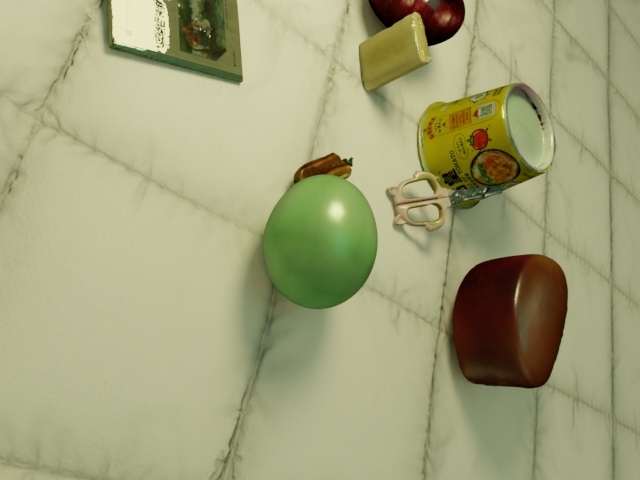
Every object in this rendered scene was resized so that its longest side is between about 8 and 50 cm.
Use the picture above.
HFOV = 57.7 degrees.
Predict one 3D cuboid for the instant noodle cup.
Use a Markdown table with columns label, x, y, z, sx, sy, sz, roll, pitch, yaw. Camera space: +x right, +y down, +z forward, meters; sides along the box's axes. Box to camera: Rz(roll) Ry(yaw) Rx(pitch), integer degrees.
| label | x | y | z | sx | sy | sz | roll | pitch | yaw |
| --- | --- | --- | --- | --- | --- | --- | --- | --- | --- |
| instant noodle cup | 0.462 | -0.266 | 1.584 | 0.326 | 0.254 | 0.325 | 12 | 72 | -40 |

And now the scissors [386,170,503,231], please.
| label | x | y | z | sx | sy | sz | roll | pitch | yaw |
| --- | --- | --- | --- | --- | --- | --- | --- | --- | --- |
| scissors | 0.325 | -0.111 | 1.478 | 0.318 | 0.024 | 0.160 | -10 | 84 | -14 |

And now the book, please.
| label | x | y | z | sx | sy | sz | roll | pitch | yaw |
| --- | --- | --- | --- | --- | --- | --- | --- | --- | --- |
| book | -0.274 | -0.434 | 1.125 | 0.283 | 0.025 | 0.214 | 1 | 79 | -43 |

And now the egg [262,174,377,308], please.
| label | x | y | z | sx | sy | sz | roll | pitch | yaw |
| --- | --- | --- | --- | --- | --- | --- | --- | --- | --- |
| egg | 0.000 | 0.000 | 1.123 | 0.220 | 0.220 | 0.269 | 28 | 53 | -34 |

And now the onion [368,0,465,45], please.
| label | x | y | z | sx | sy | sz | roll | pitch | yaw |
| --- | --- | --- | --- | --- | --- | --- | --- | --- | --- |
| onion | 0.267 | -0.638 | 1.501 | 0.273 | 0.285 | 0.273 | 24 | 39 | -21 |

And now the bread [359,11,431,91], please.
| label | x | y | z | sx | sy | sz | roll | pitch | yaw |
| --- | --- | --- | --- | --- | --- | --- | --- | --- | --- |
| bread | 0.181 | -0.461 | 1.434 | 0.060 | 0.178 | 0.139 | 6 | 76 | -45 |

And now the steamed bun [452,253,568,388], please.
| label | x | y | z | sx | sy | sz | roll | pitch | yaw |
| --- | --- | --- | --- | --- | --- | --- | --- | --- | --- |
| steamed bun | 0.485 | 0.185 | 1.496 | 0.248 | 0.235 | 0.379 | 52 | 51 | -23 |

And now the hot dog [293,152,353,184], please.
| label | x | y | z | sx | sy | sz | roll | pitch | yaw |
| --- | --- | --- | --- | --- | --- | --- | --- | --- | --- |
| hot dog | 0.005 | -0.145 | 1.276 | 0.072 | 0.055 | 0.188 | 45 | 41 | 14 |
